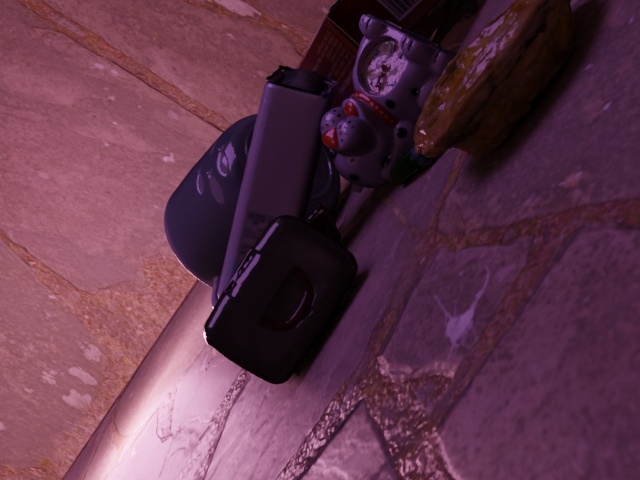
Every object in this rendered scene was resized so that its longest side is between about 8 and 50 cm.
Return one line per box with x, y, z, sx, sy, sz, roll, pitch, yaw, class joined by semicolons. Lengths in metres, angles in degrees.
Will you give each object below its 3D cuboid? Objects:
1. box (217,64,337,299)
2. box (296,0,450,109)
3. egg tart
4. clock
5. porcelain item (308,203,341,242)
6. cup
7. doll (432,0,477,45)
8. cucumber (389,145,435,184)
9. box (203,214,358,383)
-0.063;-0.086;1.811;0.190;0.112;0.370;-73;-2;-73;box
0.103;-0.373;2.113;0.344;0.122;0.385;-46;-3;-26;box
0.208;-0.195;1.310;0.279;0.095;0.279;-52;4;5;egg tart
0.096;-0.191;1.714;0.254;0.189;0.189;-61;7;11;clock
0.000;0.000;1.854;0.084;0.054;0.213;-52;10;19;porcelain item
-0.122;-0.038;2.085;0.274;0.259;0.357;-47;27;45;cup
0.162;-0.303;2.021;0.202;0.091;0.286;-20;34;57;doll
0.129;-0.109;1.600;0.037;0.037;0.155;-60;9;-25;cucumber
-0.052;0.082;1.554;0.210;0.148;0.129;-57;-3;-7;box
